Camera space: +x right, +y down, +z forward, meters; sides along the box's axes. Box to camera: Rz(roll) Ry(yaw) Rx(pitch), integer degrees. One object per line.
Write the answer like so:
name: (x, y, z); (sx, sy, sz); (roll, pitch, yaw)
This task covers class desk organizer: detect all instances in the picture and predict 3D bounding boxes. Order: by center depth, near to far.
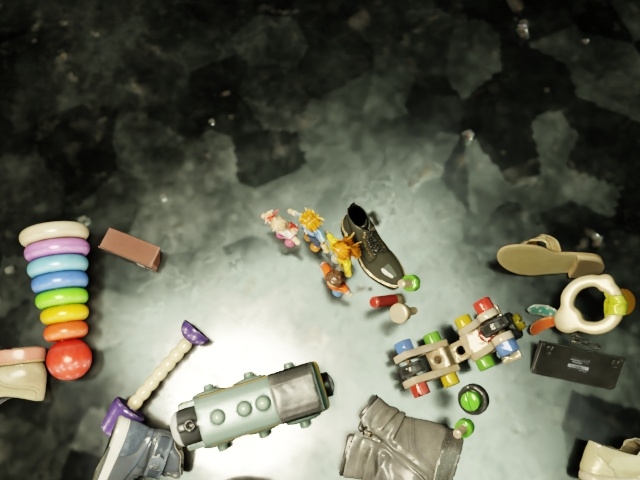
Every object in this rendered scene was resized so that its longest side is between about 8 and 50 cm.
desk organizer: (-0.421, 0.021, 1.380); (0.130, 0.047, 0.050); (21, 75, 6)

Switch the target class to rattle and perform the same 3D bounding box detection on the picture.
rattle: (0.566, 0.150, 1.347); (0.200, 0.143, 0.130); (-36, 83, 29)

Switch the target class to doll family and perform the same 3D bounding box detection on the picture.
doll family: (0.000, 0.000, 1.316); (0.263, 0.163, 0.118); (43, 84, 10)

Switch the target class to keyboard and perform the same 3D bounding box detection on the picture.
keyboard: (0.549, 0.249, 1.306); (0.180, 0.023, 0.108); (11, 109, 3)

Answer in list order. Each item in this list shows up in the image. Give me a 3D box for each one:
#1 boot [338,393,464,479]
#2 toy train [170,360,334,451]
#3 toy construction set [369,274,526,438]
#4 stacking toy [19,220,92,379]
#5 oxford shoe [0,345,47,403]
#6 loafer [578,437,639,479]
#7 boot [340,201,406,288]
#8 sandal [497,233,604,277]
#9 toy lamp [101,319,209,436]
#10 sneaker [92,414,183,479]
boot: (0.135, 0.501, 1.230); (0.223, 0.118, 0.338); (18, 66, 8)
toy train: (-0.133, 0.328, 1.224); (0.334, 0.190, 0.142); (-15, 76, -3)
toy construction set: (0.277, 0.194, 1.281); (0.309, 0.237, 0.257); (40, 110, 27)
stacking toy: (-0.548, 0.131, 1.316); (0.141, 0.141, 0.330); (-12, 81, -2)
oxford shoe: (-0.747, 0.309, 1.274); (0.348, 0.123, 0.130); (-10, 81, -1)
loafer: (0.656, 0.445, 1.231); (0.269, 0.102, 0.092); (-1, 82, 1)
boot: (0.113, 0.013, 1.329); (0.077, 0.137, 0.198); (-41, 80, -9)
sandal: (0.501, 0.026, 1.366); (0.240, 0.088, 0.079); (8, 45, -4)
toy lamp: (-0.349, 0.295, 1.293); (0.080, 0.080, 0.274); (38, 80, 9)
sneaker: (-0.368, 0.474, 1.243); (0.163, 0.086, 0.226); (22, 105, -19)
